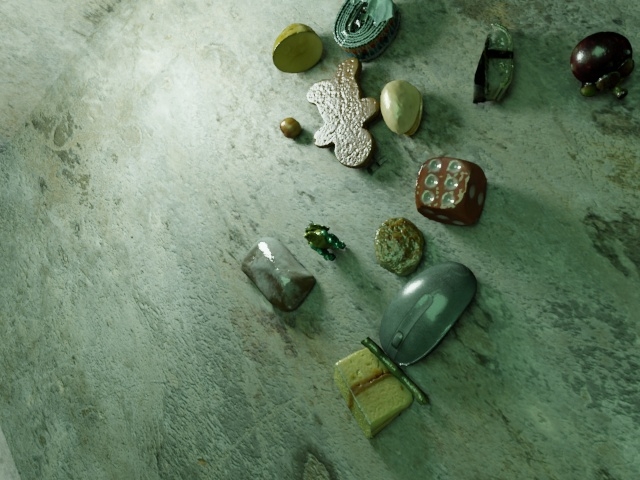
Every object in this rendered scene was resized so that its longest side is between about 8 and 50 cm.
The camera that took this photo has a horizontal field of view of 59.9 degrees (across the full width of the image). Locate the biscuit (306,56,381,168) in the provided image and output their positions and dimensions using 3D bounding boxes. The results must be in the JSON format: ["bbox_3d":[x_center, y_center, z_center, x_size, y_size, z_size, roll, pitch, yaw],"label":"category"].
[{"bbox_3d":[0.095,-0.440,2.025,0.283,0.064,0.432,-30,62,24],"label":"biscuit"}]

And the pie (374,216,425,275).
[{"bbox_3d":[0.256,0.021,1.799,0.163,0.079,0.193,-3,74,20],"label":"pie"}]

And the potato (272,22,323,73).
[{"bbox_3d":[-0.098,-0.773,2.180,0.203,0.178,0.158,-43,43,31],"label":"potato"}]

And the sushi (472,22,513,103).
[{"bbox_3d":[0.575,-0.576,1.786,0.109,0.134,0.273,15,68,18],"label":"sushi"}]

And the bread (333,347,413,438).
[{"bbox_3d":[0.168,0.469,1.746,0.178,0.135,0.240,-24,59,-16],"label":"bread"}]

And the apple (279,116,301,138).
[{"bbox_3d":[-0.115,-0.433,2.132,0.071,0.084,0.084,-39,59,-10],"label":"apple"}]

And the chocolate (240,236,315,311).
[{"bbox_3d":[-0.172,0.113,1.999,0.303,0.100,0.185,42,101,34],"label":"chocolate"}]

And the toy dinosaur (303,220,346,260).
[{"bbox_3d":[0.000,0.000,1.863,0.153,0.259,0.094,40,99,4],"label":"toy dinosaur"}]

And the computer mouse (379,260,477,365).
[{"bbox_3d":[0.314,0.217,1.688,0.203,0.114,0.374,42,98,30],"label":"computer mouse"}]

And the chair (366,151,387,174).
[{"bbox_3d":[0.191,-0.271,1.938,0.086,0.042,0.037,-40,57,13],"label":"chair"}]

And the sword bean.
[{"bbox_3d":[0.228,0.396,1.699,0.269,0.043,0.038,44,119,20],"label":"sword bean"}]

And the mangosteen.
[{"bbox_3d":[0.807,-0.507,1.606,0.172,0.172,0.184,16,103,31],"label":"mangosteen"}]

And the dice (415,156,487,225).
[{"bbox_3d":[0.402,-0.152,1.710,0.174,0.179,0.175,13,80,31],"label":"dice"}]

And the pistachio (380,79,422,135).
[{"bbox_3d":[0.276,-0.458,1.899,0.145,0.117,0.200,-26,63,36],"label":"pistachio"}]

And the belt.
[{"bbox_3d":[0.172,-0.794,2.038,0.207,0.150,0.257,37,96,23],"label":"belt"}]
